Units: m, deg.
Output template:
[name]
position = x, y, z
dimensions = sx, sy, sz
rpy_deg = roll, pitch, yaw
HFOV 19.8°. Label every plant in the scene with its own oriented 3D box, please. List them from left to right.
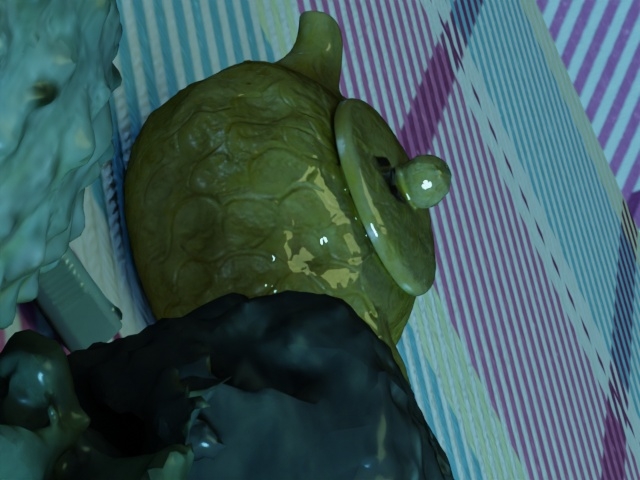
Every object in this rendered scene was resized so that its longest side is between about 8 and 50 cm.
[plant]
position = -0.063, 0.123, 0.674
dimensions = 0.312, 0.215, 0.213
rpy_deg = 47, 31, -42

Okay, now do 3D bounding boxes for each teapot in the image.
[teapot]
position = 0.000, 0.000, 1.050
dimensions = 0.203, 0.167, 0.311
rpy_deg = 43, 32, -53

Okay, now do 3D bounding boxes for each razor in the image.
[razor]
position = -0.170, -0.061, 0.839
dimensions = 0.111, 0.056, 0.278
rpy_deg = 28, -35, 60

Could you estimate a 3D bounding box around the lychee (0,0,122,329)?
[lychee]
position = -0.182, -0.056, 0.528
dimensions = 0.255, 0.255, 0.274
rpy_deg = 43, 62, -52
